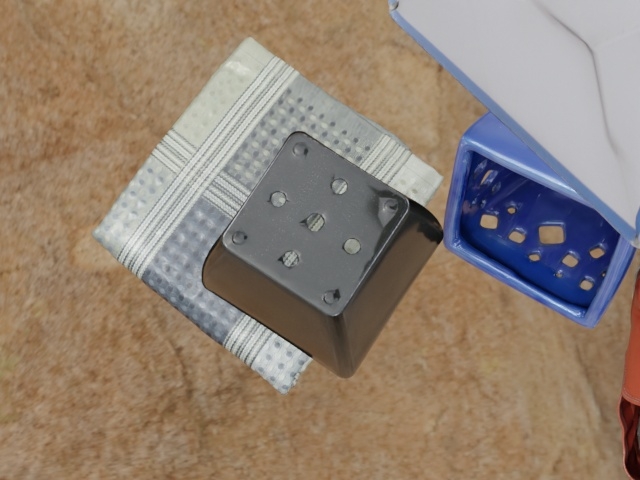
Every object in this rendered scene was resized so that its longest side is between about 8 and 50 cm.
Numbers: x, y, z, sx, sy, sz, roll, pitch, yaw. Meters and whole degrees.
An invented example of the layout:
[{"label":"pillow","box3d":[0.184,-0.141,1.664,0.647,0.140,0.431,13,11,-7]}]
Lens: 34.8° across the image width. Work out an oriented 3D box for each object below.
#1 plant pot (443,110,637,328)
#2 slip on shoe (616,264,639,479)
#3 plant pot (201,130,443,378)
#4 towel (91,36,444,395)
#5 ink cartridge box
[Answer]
[{"label":"plant pot","box3d":[0.312,-0.071,1.278,0.236,0.236,0.212,31,61,21]},{"label":"slip on shoe","box3d":[0.434,0.172,1.288,0.101,0.123,0.331,-26,122,-40]},{"label":"plant pot","box3d":[0.000,0.000,0.977,0.187,0.167,0.188,33,80,8]},{"label":"towel","box3d":[-0.060,-0.037,1.214,0.312,0.056,0.324,37,86,10]},{"label":"ink cartridge box","box3d":[0.280,-0.155,0.611,0.395,0.151,0.270,-10,42,-24]}]
